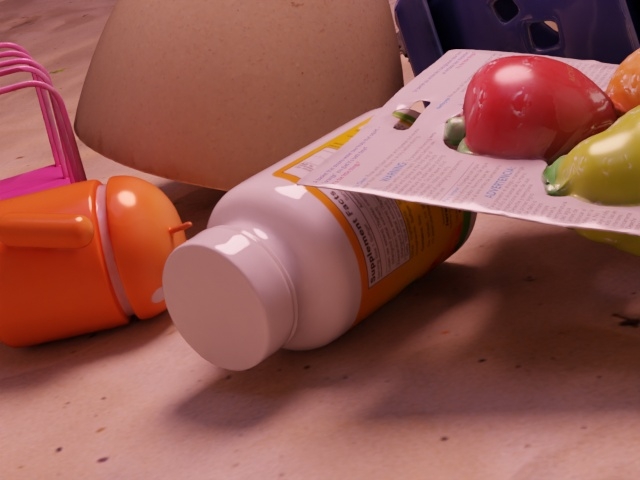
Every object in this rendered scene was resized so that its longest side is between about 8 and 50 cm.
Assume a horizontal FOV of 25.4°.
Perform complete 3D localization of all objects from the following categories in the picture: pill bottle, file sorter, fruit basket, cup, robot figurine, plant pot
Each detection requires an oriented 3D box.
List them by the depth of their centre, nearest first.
[{"bbox_3d":[0.207,-0.063,1.022,0.353,0.165,0.327,4,25,24],"label":"fruit basket"},{"bbox_3d":[0.000,0.000,1.078,0.136,0.136,0.245,4,26,41],"label":"pill bottle"},{"bbox_3d":[-0.206,0.017,1.182,0.219,0.158,0.128,-13,36,2],"label":"robot figurine"},{"bbox_3d":[0.205,-0.189,1.341,0.212,0.236,0.236,-14,19,20],"label":"plant pot"},{"bbox_3d":[-0.062,-0.203,1.373,0.331,0.237,0.331,8,19,-3],"label":"cup"},{"bbox_3d":[-0.365,-0.091,1.500,0.202,0.182,0.290,-18,20,-13],"label":"file sorter"}]

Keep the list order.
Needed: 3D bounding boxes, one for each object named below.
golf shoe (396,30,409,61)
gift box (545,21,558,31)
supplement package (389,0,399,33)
[{"bbox_3d":[0.178,-0.209,1.496,0.198,0.094,0.077,14,25,-5],"label":"golf shoe"},{"bbox_3d":[0.226,-0.333,1.666,0.276,0.258,0.255,8,28,44],"label":"gift box"},{"bbox_3d":[0.010,-0.386,1.898,0.175,0.293,0.177,4,25,40],"label":"supplement package"}]
